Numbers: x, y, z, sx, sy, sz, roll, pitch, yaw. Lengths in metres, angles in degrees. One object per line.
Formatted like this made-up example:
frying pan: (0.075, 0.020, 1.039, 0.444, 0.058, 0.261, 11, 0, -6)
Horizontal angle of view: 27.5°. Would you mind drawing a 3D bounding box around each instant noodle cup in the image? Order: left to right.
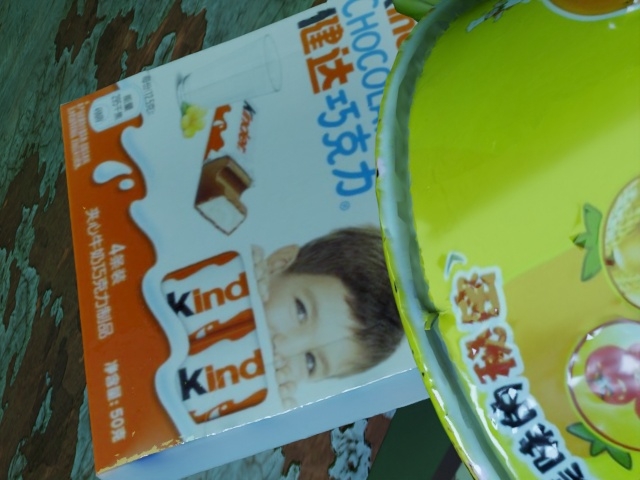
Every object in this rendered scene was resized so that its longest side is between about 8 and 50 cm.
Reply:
instant noodle cup: (0.175, -0.013, 0.393, 0.200, 0.264, 0.264, -30, 48, 42)

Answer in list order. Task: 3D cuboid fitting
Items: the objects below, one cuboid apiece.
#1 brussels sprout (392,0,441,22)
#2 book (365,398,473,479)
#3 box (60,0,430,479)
brussels sprout: (0.119, -0.247, 0.579, 0.344, 0.268, 0.344, -46, 18, 20)
book: (0.084, 0.197, 0.677, 0.201, 0.026, 0.289, -66, 28, 15)
box: (-0.023, -0.013, 0.784, 0.265, 0.048, 0.273, -20, 56, 10)
